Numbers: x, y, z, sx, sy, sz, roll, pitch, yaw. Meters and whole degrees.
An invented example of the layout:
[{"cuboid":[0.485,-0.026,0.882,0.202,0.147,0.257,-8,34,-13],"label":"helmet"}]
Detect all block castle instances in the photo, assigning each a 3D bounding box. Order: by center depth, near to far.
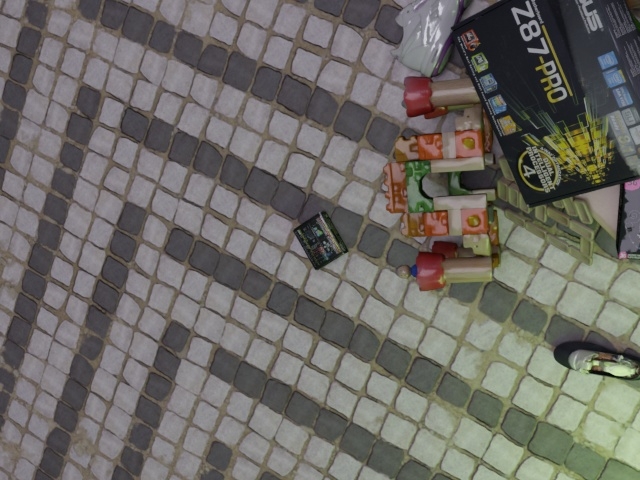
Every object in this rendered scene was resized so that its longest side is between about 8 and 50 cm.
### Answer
[{"cuboid":[0.268,-0.127,1.779,0.213,0.303,0.452,-3,96,17],"label":"block castle"}]

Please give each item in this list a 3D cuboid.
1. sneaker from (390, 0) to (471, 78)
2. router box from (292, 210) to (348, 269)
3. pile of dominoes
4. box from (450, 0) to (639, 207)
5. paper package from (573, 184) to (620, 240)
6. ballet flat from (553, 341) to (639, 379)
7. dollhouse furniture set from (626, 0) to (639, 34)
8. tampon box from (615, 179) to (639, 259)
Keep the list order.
[{"cuboid":[0.253,-0.528,1.828,0.152,0.114,0.305,26,106,16],"label":"sneaker"},{"cuboid":[0.000,0.000,2.046,0.092,0.038,0.122,-32,85,24],"label":"router box"},{"cuboid":[0.492,-0.074,1.753,0.040,0.196,0.251,-41,54,-19],"label":"pile of dominoes"},{"cuboid":[0.449,-0.280,1.504,0.318,0.097,0.394,-16,100,52],"label":"box"},{"cuboid":[0.650,-0.193,1.683,0.309,0.168,0.325,47,112,10],"label":"paper package"},{"cuboid":[0.620,0.272,1.811,0.203,0.074,0.074,10,101,21],"label":"ballet flat"},{"cuboid":[0.528,-0.476,1.611,0.198,0.151,0.301,-6,66,47],"label":"dollhouse furniture set"},{"cuboid":[0.636,-0.050,1.560,0.121,0.101,0.160,3,104,15],"label":"tampon box"}]
